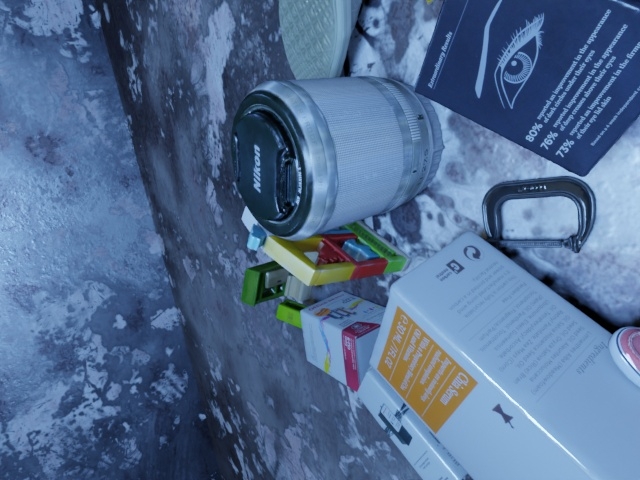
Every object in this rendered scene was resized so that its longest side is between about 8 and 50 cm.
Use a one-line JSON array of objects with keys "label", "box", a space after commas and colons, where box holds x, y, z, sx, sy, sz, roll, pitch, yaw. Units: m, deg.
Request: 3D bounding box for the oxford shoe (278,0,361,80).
[{"label": "oxford shoe", "box": [0.021, -0.422, 0.641, 0.169, 0.130, 0.449, 44, 152, 24]}]

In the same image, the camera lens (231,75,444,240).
[{"label": "camera lens", "box": [0.020, -0.132, 0.631, 0.220, 0.275, 0.219, 27, 127, 45]}]

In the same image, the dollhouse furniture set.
[{"label": "dollhouse furniture set", "box": [-0.048, 0.026, 0.984, 0.198, 0.151, 0.301, 16, 102, 26]}]

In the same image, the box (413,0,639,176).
[{"label": "box", "box": [0.222, -0.189, 0.408, 0.207, 0.108, 0.153, 36, 147, 16]}]

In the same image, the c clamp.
[{"label": "c clamp", "box": [0.277, -0.015, 0.551, 0.161, 0.022, 0.137, -9, 90, 49]}]

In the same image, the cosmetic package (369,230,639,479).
[{"label": "cosmetic package", "box": [0.278, 0.226, 0.502, 0.453, 0.162, 0.229, 44, 150, 30]}]

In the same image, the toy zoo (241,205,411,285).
[{"label": "toy zoo", "box": [0.000, 0.000, 0.708, 0.192, 0.294, 0.030, 41, 120, 35]}]

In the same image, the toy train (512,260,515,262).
[{"label": "toy train", "box": [0.248, 0.027, 0.616, 0.083, 0.024, 0.017, 27, 126, 44]}]

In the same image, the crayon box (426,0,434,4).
[{"label": "crayon box", "box": [0.224, -0.410, 0.393, 0.323, 0.083, 0.202, -11, 97, 54]}]

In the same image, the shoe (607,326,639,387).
[{"label": "shoe", "box": [0.370, 0.133, 0.375, 0.178, 0.063, 0.081, 38, 161, 25]}]

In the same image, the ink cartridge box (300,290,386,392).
[{"label": "ink cartridge box", "box": [0.062, 0.201, 0.858, 0.176, 0.128, 0.127, 13, 116, 50]}]

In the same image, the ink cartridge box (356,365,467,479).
[{"label": "ink cartridge box", "box": [0.187, 0.289, 0.711, 0.208, 0.153, 0.086, 47, 140, 32]}]
